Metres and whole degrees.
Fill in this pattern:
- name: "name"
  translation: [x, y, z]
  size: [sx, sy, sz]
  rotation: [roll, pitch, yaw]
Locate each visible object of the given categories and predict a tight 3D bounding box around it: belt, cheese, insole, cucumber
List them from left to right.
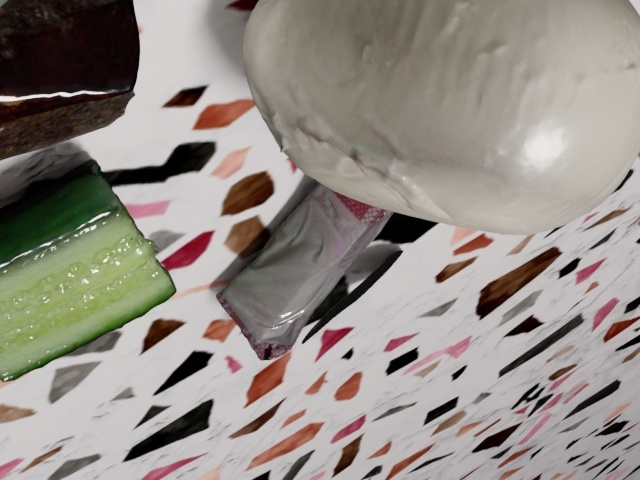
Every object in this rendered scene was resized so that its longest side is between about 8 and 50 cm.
- name: "cucumber"
  translation: [-0.142, 0.009, 0.865]
  size: [0.115, 0.062, 0.116]
  rotation: [-31, 152, -14]
- name: "belt"
  translation: [0.000, 0.000, 1.069]
  size: [0.071, 0.053, 0.232]
  rotation: [-30, 164, -47]
- name: "insole"
  translation: [0.025, 0.038, 1.191]
  size: [0.053, 0.002, 0.152]
  rotation: [-52, 172, 34]
- name: "cheese"
  translation: [0.075, -0.082, 0.846]
  size: [0.198, 0.189, 0.154]
  rotation: [17, 93, -65]

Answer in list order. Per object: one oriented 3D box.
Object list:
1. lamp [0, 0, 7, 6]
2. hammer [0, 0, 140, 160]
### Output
- name: "lamp"
  translation: [-0.231, -0.086, 0.423]
  size: [0.269, 0.047, 0.266]
  rotation: [-39, 137, 14]
- name: "hammer"
  translation: [-0.242, 0.029, 0.728]
  size: [0.242, 0.095, 0.409]
  rotation: [-18, 156, -36]
